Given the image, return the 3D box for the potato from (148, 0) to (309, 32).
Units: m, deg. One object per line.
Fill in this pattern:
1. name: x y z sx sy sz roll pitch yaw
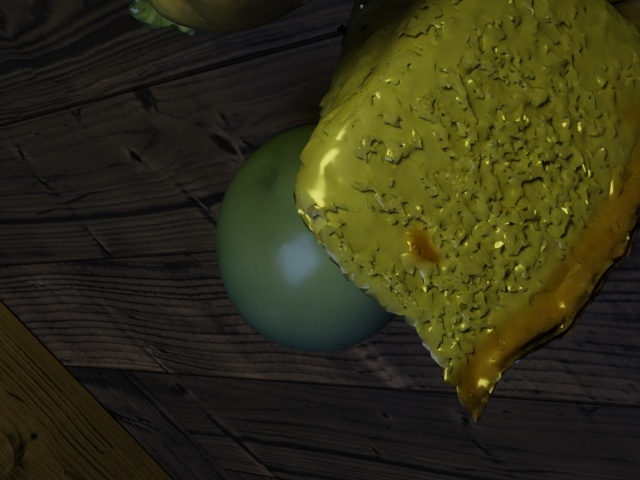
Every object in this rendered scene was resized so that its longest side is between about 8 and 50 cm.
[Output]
1. potato: 0.009 -0.241 0.863 0.141 0.296 0.191 47 180 7

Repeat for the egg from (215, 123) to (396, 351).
1. egg: 0.000 0.000 1.351 0.203 0.203 0.283 36 157 7

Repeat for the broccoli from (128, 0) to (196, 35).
1. broccoli: -0.080 -0.255 1.035 0.243 0.247 0.263 19 116 2

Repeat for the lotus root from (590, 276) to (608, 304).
1. lotus root: 0.213 0.004 1.221 0.108 0.094 0.191 17 146 -9

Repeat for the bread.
1. bread: 0.091 -0.058 1.048 0.248 0.315 0.279 49 162 -16
